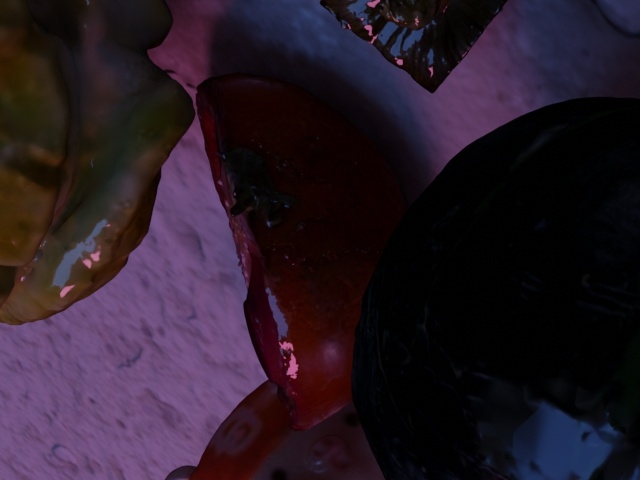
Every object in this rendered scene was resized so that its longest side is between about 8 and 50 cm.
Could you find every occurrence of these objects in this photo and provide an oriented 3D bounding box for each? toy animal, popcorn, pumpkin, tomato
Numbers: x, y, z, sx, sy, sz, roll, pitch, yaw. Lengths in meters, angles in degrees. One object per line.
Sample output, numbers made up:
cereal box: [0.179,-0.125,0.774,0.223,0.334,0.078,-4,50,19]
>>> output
toy animal: [0.019,0.167,1.120,0.198,0.171,0.171,48,146,-5]
popcorn: [-0.199,-0.090,1.019,0.225,0.276,0.276,13,153,-22]
pumpkin: [0.046,-0.116,0.872,0.074,0.054,0.083,38,141,0]
pumpkin: [0.164,0.072,0.794,0.315,0.238,0.315,41,173,6]
tomato: [0.000,0.000,1.015,0.173,0.099,0.189,83,171,-63]
